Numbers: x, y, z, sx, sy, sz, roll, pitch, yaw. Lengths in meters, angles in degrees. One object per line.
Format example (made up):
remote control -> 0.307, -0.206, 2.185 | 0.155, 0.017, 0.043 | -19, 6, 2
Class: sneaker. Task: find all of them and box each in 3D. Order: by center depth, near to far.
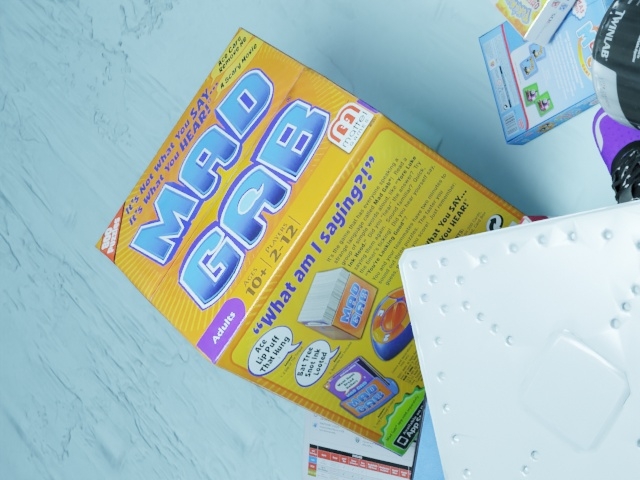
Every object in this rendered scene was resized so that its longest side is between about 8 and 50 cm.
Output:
sneaker -> 0.397, -0.061, 1.865 | 0.102, 0.146, 0.293 | -54, 53, 34

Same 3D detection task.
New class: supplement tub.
supplement tub -> 0.476, -0.183, 1.747 | 0.316, 0.194, 0.193 | 28, 109, 45

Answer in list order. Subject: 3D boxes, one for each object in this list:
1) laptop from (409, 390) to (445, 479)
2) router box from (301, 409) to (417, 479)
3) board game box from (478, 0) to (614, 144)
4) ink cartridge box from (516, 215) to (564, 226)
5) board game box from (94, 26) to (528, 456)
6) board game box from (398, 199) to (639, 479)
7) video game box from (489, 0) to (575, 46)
laptop -> 0.330, 0.328, 1.865 | 0.408, 0.236, 0.381 | 19, 104, 47
router box -> 0.118, 0.219, 2.221 | 0.335, 0.082, 0.301 | 6, 93, 48
board game box -> 0.309, -0.239, 2.052 | 0.211, 0.039, 0.160 | -29, 67, 45
ink cartridge box -> 0.297, 0.037, 1.956 | 0.072, 0.175, 0.127 | 52, 125, 33
board game box -> 0.000, 0.000, 2.051 | 0.356, 0.356, 0.356 | -56, 40, 3
board game box -> 0.297, 0.166, 1.773 | 0.390, 0.050, 0.389 | -13, 90, 37
video game box -> 0.282, -0.384, 2.046 | 0.187, 0.048, 0.205 | -59, 39, 24
